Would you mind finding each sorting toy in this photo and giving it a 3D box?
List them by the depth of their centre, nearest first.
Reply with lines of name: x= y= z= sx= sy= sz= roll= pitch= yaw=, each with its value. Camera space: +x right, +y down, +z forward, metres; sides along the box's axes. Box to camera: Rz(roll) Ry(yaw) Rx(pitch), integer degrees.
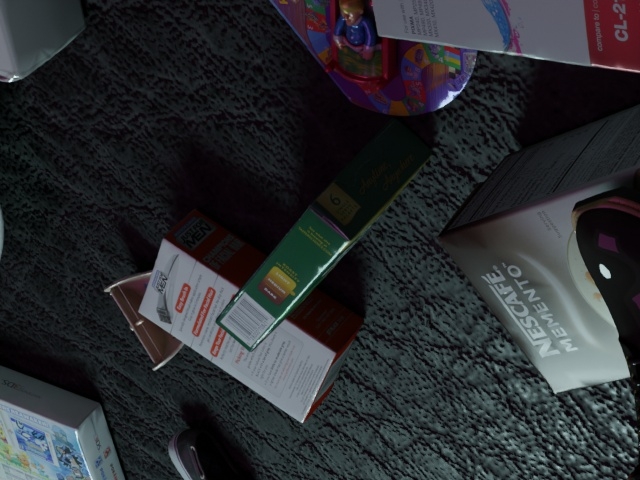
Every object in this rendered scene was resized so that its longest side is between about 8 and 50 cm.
sorting toy: x=-0.130 y=0.056 z=1.367 sx=0.075 sy=0.045 sz=0.083 roll=-33 pitch=88 yaw=36

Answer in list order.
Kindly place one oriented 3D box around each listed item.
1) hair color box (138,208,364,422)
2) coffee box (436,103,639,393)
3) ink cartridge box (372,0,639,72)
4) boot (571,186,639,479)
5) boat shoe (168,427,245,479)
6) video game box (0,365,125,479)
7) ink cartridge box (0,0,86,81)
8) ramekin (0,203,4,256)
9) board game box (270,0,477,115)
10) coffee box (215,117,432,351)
hair color box: x=-0.057 y=0.060 z=1.284 sx=0.167 sy=0.053 sz=0.093 roll=33 pitch=133 yaw=10
coffee box: x=0.212 y=-0.005 z=0.955 sx=0.246 sy=0.098 sz=0.141 roll=-21 pitch=112 yaw=49
ink cartridge box: x=0.128 y=-0.158 z=0.859 sx=0.175 sy=0.127 sz=0.072 roll=13 pitch=132 yaw=33
boot: x=0.187 y=0.082 z=0.867 sx=0.198 sy=0.137 sz=0.077 roll=49 pitch=142 yaw=-15
boat shoe: x=-0.090 y=0.235 z=1.495 sx=0.040 sy=0.049 sz=0.142 roll=-22 pitch=108 yaw=49
video game box: x=-0.295 y=0.218 z=1.660 sx=0.205 sy=0.048 sz=0.187 roll=16 pitch=137 yaw=30
ink cartridge box: x=-0.275 y=-0.240 z=1.166 sx=0.159 sy=0.092 sz=0.217 roll=18 pitch=134 yaw=28
ramekin: x=-0.419 y=-0.029 z=1.351 sx=0.135 sy=0.277 sz=0.277 roll=-122 pitch=18 yaw=-47
board game box: x=0.020 y=-0.144 z=1.046 sx=0.168 sy=0.033 sz=0.133 roll=51 pitch=141 yaw=-11
coffee box: x=0.000 y=0.000 z=1.137 sx=0.040 sy=0.113 sz=0.184 roll=43 pitch=141 yaw=2
